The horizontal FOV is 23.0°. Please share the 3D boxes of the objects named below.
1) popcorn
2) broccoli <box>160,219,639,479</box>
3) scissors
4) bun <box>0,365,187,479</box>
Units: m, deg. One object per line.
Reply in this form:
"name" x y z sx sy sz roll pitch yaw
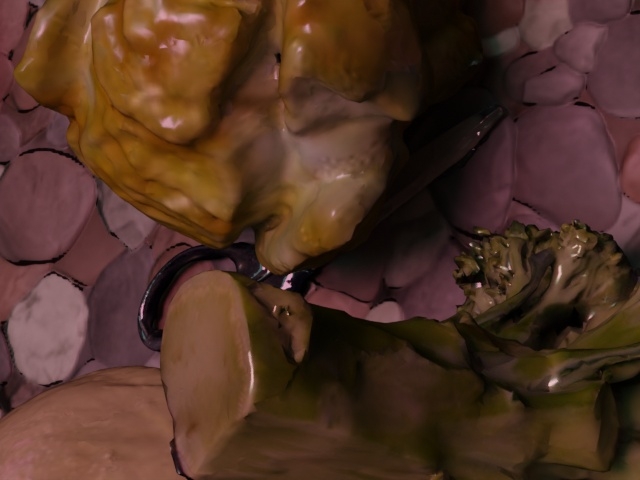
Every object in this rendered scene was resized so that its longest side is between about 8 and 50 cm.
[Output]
"popcorn" -0.027 -0.125 0.935 0.225 0.276 0.276 33 98 2
"broccoli" 0.080 0.065 0.782 0.221 0.361 0.252 -5 57 48
"scissors" 0.000 0.000 1.036 0.300 0.022 0.109 -36 67 19
"bun" -0.032 0.214 0.829 0.202 0.364 0.364 -39 62 16
